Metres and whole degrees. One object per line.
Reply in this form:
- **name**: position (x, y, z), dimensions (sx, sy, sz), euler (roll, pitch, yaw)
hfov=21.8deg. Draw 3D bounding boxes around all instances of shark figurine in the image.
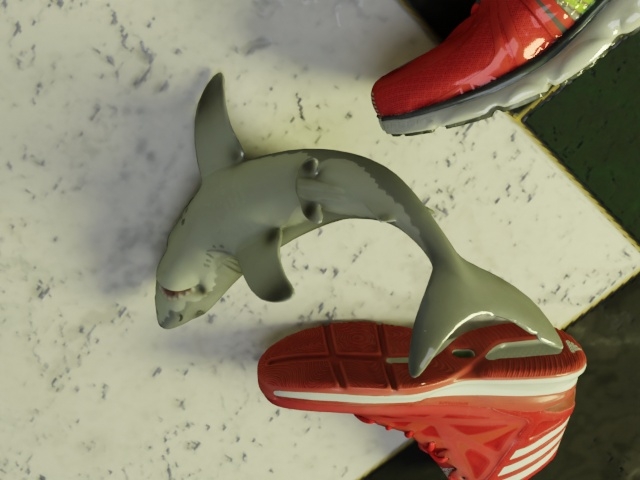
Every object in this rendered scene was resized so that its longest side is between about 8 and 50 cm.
- **shark figurine**: position (0.018, -0.015, 1.014), dimensions (0.116, 0.278, 0.166), euler (0, 95, -48)

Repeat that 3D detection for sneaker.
- **sneaker**: position (0.066, 0.128, 1.128), dimensions (0.221, 0.087, 0.128), euler (1, 120, -4)
- **sneaker**: position (0.136, -0.165, 0.968), dimensions (0.279, 0.107, 0.118), euler (-35, 99, 12)
